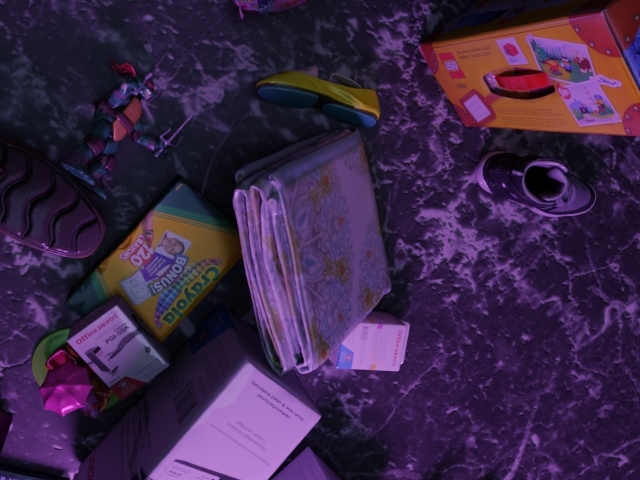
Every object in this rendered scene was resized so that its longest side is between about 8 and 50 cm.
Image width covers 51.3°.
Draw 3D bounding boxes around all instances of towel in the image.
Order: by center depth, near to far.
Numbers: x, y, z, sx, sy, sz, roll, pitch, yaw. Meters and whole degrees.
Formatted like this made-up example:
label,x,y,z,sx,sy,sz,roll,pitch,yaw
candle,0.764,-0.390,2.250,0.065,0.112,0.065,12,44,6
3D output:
label,x,y,z,sx,sy,sz,roll,pitch,yaw
towel,0.000,0.000,1.091,0.090,0.374,0.320,-1,108,29

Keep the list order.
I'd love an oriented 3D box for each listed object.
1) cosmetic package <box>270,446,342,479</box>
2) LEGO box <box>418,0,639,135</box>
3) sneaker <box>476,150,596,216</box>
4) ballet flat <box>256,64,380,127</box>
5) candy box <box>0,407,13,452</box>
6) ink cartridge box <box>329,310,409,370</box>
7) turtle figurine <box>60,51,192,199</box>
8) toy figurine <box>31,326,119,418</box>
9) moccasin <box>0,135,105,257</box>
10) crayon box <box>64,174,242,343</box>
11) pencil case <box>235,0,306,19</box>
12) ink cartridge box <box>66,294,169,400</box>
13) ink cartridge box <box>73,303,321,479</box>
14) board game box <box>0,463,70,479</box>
label,x,y,z,sx,sy,sz,roll,pitch,yaw
cosmetic package,-0.083,0.613,1.257,0.385,0.156,0.217,-44,111,-5
LEGO box,0.439,-0.352,1.037,0.372,0.500,0.193,-39,109,-7
sneaker,0.441,-0.097,1.270,0.269,0.153,0.101,14,97,-18
ballet flat,0.000,-0.261,1.160,0.231,0.077,0.077,12,76,-21
candy box,-0.603,0.260,1.034,0.071,0.159,0.233,-43,108,-6
ink cartridge box,0.091,0.187,1.257,0.143,0.090,0.092,7,99,-18
turtle figurine,-0.308,-0.185,1.059,0.234,0.118,0.175,-58,154,-14
toy figurine,-0.397,0.243,1.091,0.130,0.159,0.173,-40,109,-5
moccasin,-0.510,-0.089,1.014,0.380,0.147,0.139,25,79,-15
crayon box,-0.270,0.046,1.129,0.165,0.081,0.278,43,88,-19
pencil case,-0.099,-0.503,1.052,0.124,0.124,0.283,-12,105,-14
ink cartridge box,-0.321,0.171,1.066,0.099,0.056,0.135,-37,109,-3
ink cartridge box,-0.216,0.335,1.095,0.166,0.285,0.395,42,88,-20
board game box,-0.550,0.455,1.158,0.186,0.026,0.126,21,94,-19
